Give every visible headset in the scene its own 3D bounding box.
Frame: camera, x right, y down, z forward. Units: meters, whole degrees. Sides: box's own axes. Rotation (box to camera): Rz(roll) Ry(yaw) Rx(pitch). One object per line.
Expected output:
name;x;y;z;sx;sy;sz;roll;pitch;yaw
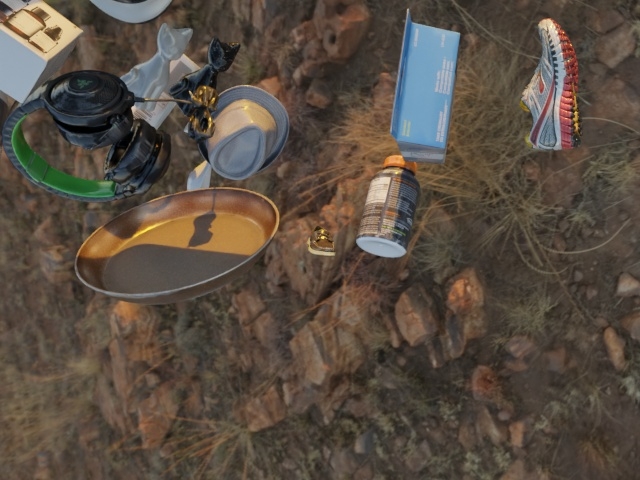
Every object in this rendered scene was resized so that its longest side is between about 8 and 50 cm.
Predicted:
headset;-0.350;-0.166;0.913;0.394;0.243;0.185;-19;50;15

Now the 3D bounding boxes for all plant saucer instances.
plant saucer;-0.213;0.006;0.833;0.310;0.310;0.050;18;131;37

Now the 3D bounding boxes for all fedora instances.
fedora;-0.215;-0.271;1.471;0.275;0.243;0.124;-42;32;24

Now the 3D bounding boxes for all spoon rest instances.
spoon rest;-0.356;-0.220;1.614;0.084;0.137;0.276;9;132;3

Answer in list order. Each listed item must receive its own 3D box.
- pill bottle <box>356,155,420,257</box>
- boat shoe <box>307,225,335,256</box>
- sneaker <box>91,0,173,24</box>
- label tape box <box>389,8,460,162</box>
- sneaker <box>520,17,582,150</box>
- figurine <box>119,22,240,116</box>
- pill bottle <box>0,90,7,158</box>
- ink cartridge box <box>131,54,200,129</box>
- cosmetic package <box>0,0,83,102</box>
pill bottle;0.180;-0.091;1.368;0.130;0.130;0.246;0;66;41
boat shoe;0.000;0.000;1.172;0.152;0.056;0.049;-138;55;-72
sneaker;-0.458;-0.546;0.867;0.447;0.257;0.169;25;75;11
label tape box;0.231;-0.306;1.148;0.105;0.333;0.241;8;92;13
sneaker;0.378;-0.262;0.903;0.092;0.088;0.225;-4;82;39
figurine;-0.308;-0.383;1.195;0.209;0.214;0.092;-40;69;34
pill bottle;-0.727;-0.218;1.034;0.204;0.204;0.361;-3;82;41
ink cartridge box;-0.503;-0.389;1.589;0.308;0.091;0.385;-55;24;-6
cosmetic package;-0.350;-0.237;0.483;0.060;0.239;0.099;-43;27;25
